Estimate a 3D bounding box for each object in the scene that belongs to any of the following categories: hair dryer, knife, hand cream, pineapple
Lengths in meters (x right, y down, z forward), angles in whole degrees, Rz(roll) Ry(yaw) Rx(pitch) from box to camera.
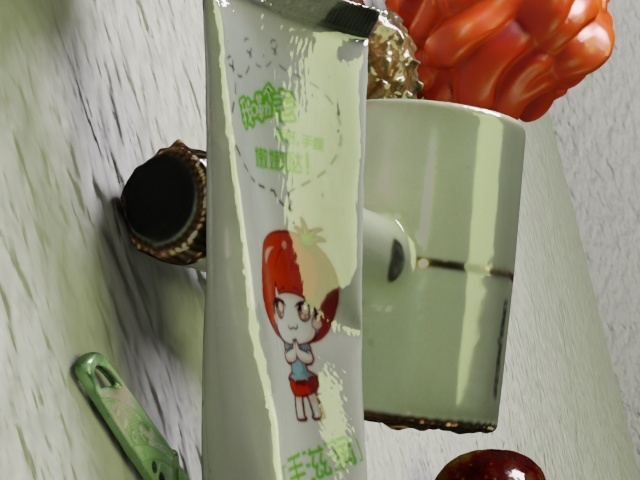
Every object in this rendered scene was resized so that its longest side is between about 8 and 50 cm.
[{"bbox_3d":[0.000,0.000,0.881,0.362,0.128,0.203,17,78,-58],"label":"hair dryer"},{"bbox_3d":[-0.068,0.121,0.736,0.030,0.014,0.207,-80,153,-44],"label":"knife"},{"bbox_3d":[-0.015,0.037,0.746,0.121,0.076,0.336,7,81,-51],"label":"hand cream"},{"bbox_3d":[0.028,-0.062,1.094,0.108,0.108,0.197,-39,120,-74],"label":"pineapple"}]

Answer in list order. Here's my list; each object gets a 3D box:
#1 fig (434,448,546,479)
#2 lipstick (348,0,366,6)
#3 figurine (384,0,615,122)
[{"bbox_3d":[0.129,0.217,1.245,0.103,0.109,0.155,52,-10,-7],"label":"fig"},{"bbox_3d":[0.025,-0.142,1.233,0.356,0.057,0.057,62,21,-44],"label":"lipstick"},{"bbox_3d":[0.146,-0.298,1.553,0.306,0.241,0.411,60,10,-71],"label":"figurine"}]
